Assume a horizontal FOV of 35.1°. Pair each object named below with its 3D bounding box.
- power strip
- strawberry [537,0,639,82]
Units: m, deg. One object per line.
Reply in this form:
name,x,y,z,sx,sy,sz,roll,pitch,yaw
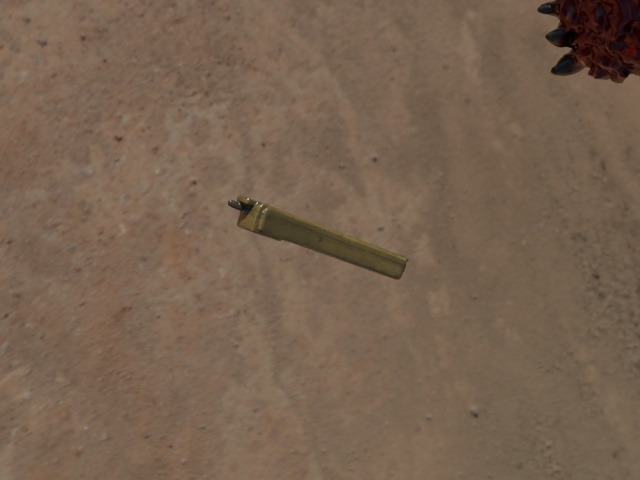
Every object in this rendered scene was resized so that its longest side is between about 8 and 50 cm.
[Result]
power strip,0.000,0.000,1.431,0.305,0.064,0.044,20,89,-30
strawberry,0.345,-0.270,0.902,0.138,0.306,0.233,46,54,-34
